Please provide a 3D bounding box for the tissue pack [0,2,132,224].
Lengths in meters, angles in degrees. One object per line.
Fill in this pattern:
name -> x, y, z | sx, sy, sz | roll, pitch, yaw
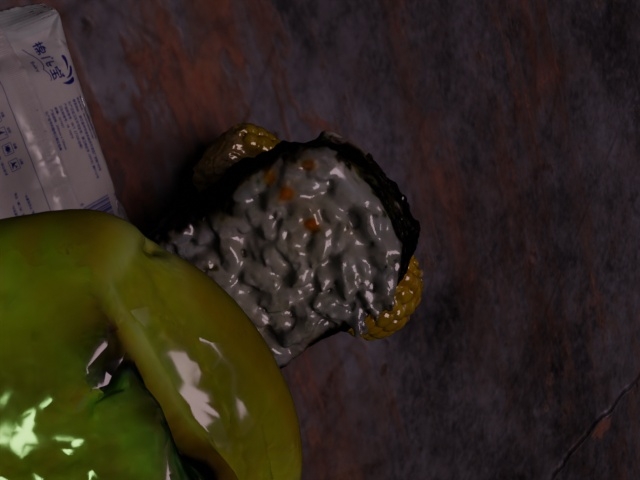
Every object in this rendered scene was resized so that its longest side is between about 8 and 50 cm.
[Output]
tissue pack -> -0.190, -0.052, 0.648 | 0.122, 0.026, 0.193 | -34, 116, -40

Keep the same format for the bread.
bread -> -0.188, 0.134, 0.428 | 0.208, 0.376, 0.251 | 21, 57, -73

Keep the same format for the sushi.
sushi -> -0.049, 0.023, 0.658 | 0.136, 0.225, 0.126 | 60, 19, -1

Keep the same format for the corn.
corn -> 0.000, 0.000, 0.802 | 0.261, 0.097, 0.097 | 41, 64, -39
